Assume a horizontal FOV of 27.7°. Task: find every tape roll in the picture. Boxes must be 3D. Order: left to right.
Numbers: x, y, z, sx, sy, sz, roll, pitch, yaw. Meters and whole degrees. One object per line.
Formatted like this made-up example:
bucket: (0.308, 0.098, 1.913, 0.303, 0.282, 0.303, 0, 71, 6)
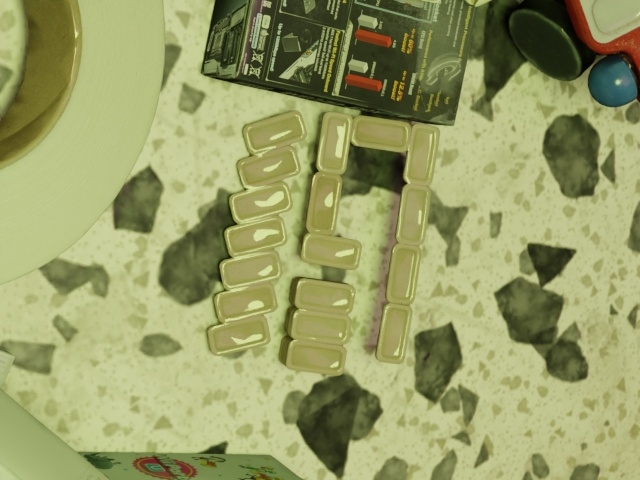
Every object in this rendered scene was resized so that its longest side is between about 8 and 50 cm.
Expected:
tape roll: (-0.284, -0.155, 0.975, 0.392, 0.072, 0.392, -13, 108, -44)

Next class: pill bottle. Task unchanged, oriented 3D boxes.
pill bottle: (0.296, -0.267, 1.316, 0.219, 0.123, 0.123, -45, 117, -15)

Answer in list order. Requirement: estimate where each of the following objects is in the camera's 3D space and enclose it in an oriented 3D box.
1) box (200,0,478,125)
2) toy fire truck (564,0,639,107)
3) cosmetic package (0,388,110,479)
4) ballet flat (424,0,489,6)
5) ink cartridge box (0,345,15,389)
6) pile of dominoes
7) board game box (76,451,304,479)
box: (0.039, -0.277, 1.195, 0.242, 0.076, 0.308, 8, 95, -31)
toy fire truck: (0.345, -0.245, 1.200, 0.253, 0.169, 0.302, -25, 119, 1)
cosmetic package: (-0.282, 0.244, 0.982, 0.224, 0.138, 0.224, 40, 95, -2)
ballet flat: (0.125, -0.248, 1.176, 0.206, 0.073, 0.067, 0, 127, -28)
ink cartridge box: (-0.364, 0.100, 1.050, 0.207, 0.046, 0.097, 25, 85, -30)
pile of dominoes: (0.000, 0.000, 1.244, 0.195, 0.040, 0.251, 8, 92, -14)
board game box: (-0.173, 0.311, 1.170, 0.303, 0.097, 0.224, 5, 97, -31)
